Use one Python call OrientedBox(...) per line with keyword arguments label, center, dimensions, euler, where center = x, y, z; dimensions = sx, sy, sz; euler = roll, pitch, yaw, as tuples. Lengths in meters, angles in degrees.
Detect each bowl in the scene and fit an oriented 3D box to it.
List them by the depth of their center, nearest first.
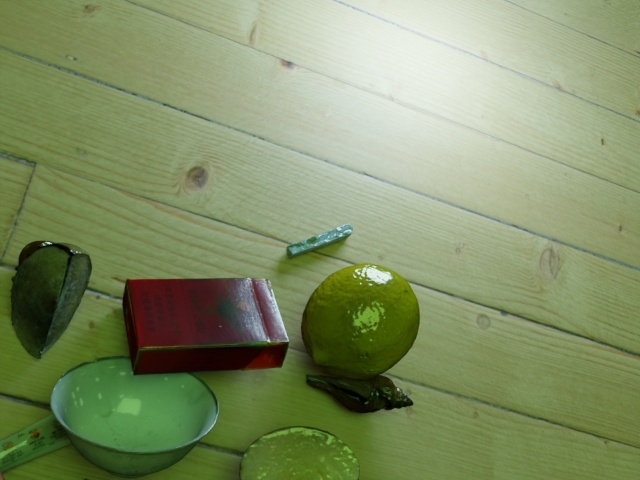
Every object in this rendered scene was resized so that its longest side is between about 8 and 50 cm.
OrientedBox(label="bowl", center=(-0.358, 0.363, 1.614), dimensions=(0.313, 0.146, 0.313), euler=(9, 23, -4))

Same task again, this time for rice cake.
OrientedBox(label="rice cake", center=(0.000, 0.000, 1.993), dimensions=(0.180, 0.042, 0.030), euler=(-20, 75, -29))

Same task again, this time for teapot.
OrientedBox(label="teapot", center=(-0.554, 0.050, 1.733), dimensions=(0.129, 0.078, 0.098), euler=(31, 100, -21))

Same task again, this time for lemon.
OrientedBox(label="lemon", center=(0.088, 0.176, 1.839), dimensions=(0.267, 0.267, 0.267), euler=(8, 66, -19))

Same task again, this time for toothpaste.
OrientedBox(label="toothpaste", center=(-0.575, 0.393, 1.589), dimensions=(0.314, 0.058, 0.056), euler=(-22, 37, -32))

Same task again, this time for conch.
OrientedBox(label="conch", center=(0.087, 0.342, 1.870), dimensions=(0.232, 0.080, 0.086), euler=(-4, 35, -4))

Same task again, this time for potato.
OrientedBox(label="potato", center=(-0.533, 0.090, 1.676), dimensions=(0.120, 0.261, 0.100), euler=(33, 25, 15))

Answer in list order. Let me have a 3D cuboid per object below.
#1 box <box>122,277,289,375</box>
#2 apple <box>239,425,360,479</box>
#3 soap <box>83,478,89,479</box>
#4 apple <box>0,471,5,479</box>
OrientedBox(label="box", center=(-0.241, 0.174, 1.754), dimensions=(0.313, 0.089, 0.197), euler=(0, 40, -22))
OrientedBox(label="apple", center=(-0.047, 0.538, 1.679), dimensions=(0.251, 0.163, 0.293), euler=(5, 53, -9))
OrientedBox(label="soap", center=(-0.446, 0.596, 1.539), dimensions=(0.156, 0.077, 0.293), euler=(32, 61, -7))
OrientedBox(label="apple", center=(-0.674, 0.486, 1.289), dimensions=(0.391, 0.391, 0.347), euler=(5, 73, -20))
